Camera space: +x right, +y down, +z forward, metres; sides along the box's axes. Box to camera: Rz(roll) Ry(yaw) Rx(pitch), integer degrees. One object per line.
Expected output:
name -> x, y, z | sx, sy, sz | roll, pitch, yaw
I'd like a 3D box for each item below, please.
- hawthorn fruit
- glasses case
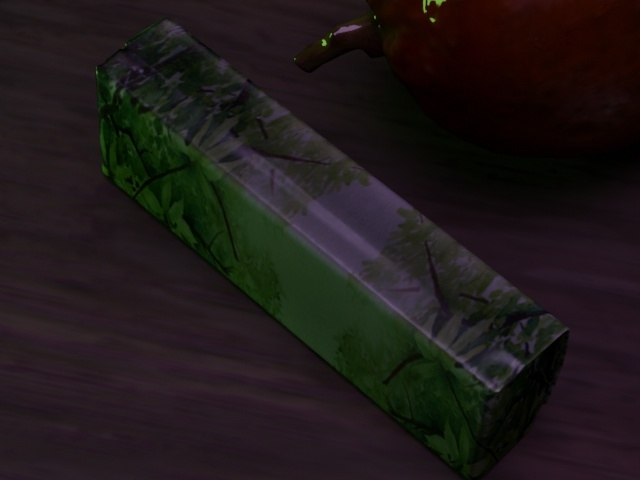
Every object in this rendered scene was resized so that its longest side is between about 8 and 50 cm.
hawthorn fruit -> 0.106, -0.137, 1.022 | 0.253, 0.205, 0.205 | -27, 61, -10
glasses case -> 0.000, 0.000, 0.983 | 0.272, 0.095, 0.062 | 40, 62, 21
